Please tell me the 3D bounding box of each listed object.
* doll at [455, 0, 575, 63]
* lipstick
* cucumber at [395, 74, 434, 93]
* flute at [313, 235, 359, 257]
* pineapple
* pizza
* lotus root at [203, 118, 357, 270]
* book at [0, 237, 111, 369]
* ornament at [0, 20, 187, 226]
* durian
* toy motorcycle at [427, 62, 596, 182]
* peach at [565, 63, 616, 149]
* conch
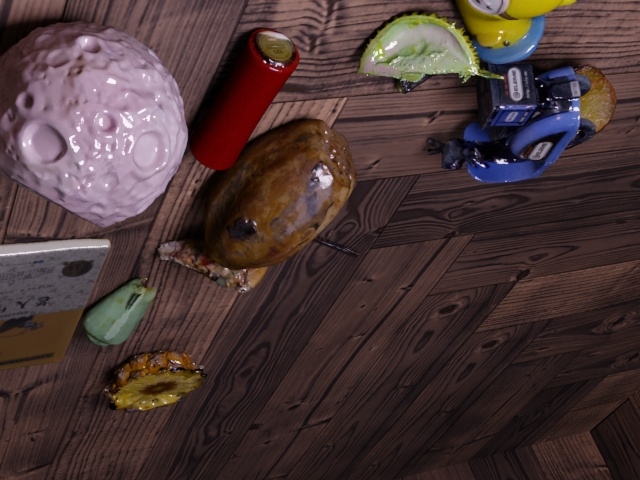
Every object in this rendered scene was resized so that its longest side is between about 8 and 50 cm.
[{"bbox_3d":[0.256,-0.357,1.788,0.199,0.145,0.363,20,160,3],"label":"doll"},{"bbox_3d":[-0.111,-0.197,1.836,0.080,0.080,0.241,-4,148,-34],"label":"lipstick"},{"bbox_3d":[0.167,-0.268,1.977,0.134,0.033,0.034,-35,-170,23],"label":"cucumber"},{"bbox_3d":[0.000,0.000,2.377,0.014,0.014,0.269,-34,153,21],"label":"flute"},{"bbox_3d":[-0.329,0.271,2.558,0.224,0.076,0.225,-16,154,-8],"label":"pineapple"},{"bbox_3d":[-0.180,0.020,2.178,0.195,0.185,0.052,5,121,3],"label":"pizza"},{"bbox_3d":[-0.068,-0.054,2.034,0.291,0.193,0.193,-36,151,26],"label":"lotus root"},{"bbox_3d":[-0.520,0.117,2.159,0.268,0.032,0.389,-6,149,-28],"label":"book"},{"bbox_3d":[-0.287,-0.149,1.591,0.225,0.259,0.259,-62,152,-6],"label":"ornament"},{"bbox_3d":[0.159,-0.272,1.866,0.215,0.100,0.086,3,170,16],"label":"durian"},{"bbox_3d":[0.307,-0.178,2.082,0.212,0.125,0.358,0,161,-8],"label":"toy motorcycle"},{"bbox_3d":[0.403,-0.239,2.185,0.189,0.068,0.279,-5,153,-12],"label":"peach"},{"bbox_3d":[-0.346,0.126,2.280,0.170,0.079,0.105,-41,165,20],"label":"conch"}]
